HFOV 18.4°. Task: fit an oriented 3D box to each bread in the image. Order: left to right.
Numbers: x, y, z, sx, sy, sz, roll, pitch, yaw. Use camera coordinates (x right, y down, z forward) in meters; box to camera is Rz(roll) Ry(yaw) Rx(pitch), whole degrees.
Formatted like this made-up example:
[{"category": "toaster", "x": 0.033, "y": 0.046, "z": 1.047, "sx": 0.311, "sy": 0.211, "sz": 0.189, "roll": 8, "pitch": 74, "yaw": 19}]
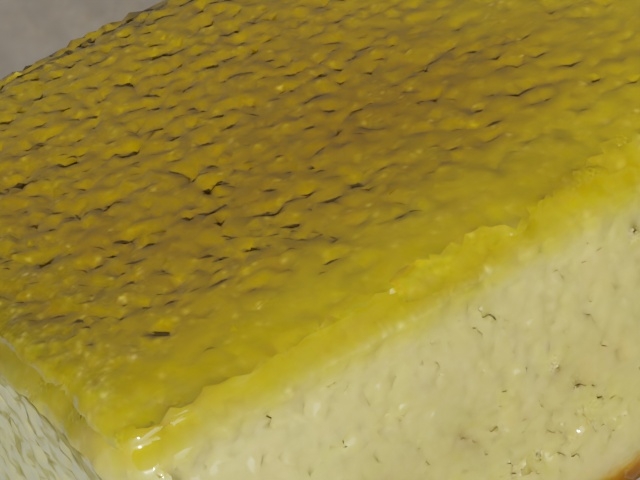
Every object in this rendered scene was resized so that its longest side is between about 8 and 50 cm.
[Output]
[{"category": "bread", "x": 0.000, "y": 0.000, "z": 0.792, "sx": 0.323, "sy": 0.333, "sz": 0.143, "roll": 31, "pitch": 144, "yaw": 53}]
